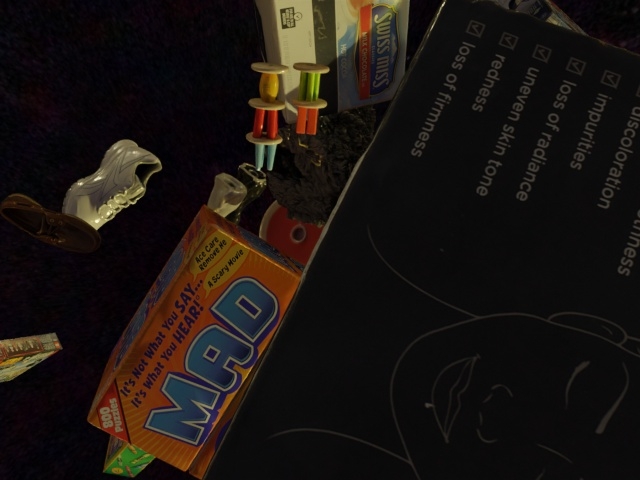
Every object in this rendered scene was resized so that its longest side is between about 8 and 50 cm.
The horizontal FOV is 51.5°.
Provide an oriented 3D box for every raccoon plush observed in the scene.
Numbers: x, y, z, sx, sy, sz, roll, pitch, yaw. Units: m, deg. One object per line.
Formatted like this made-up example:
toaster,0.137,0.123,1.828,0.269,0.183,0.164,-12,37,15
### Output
raccoon plush,0.092,-0.123,1.340,0.299,0.216,0.446,-28,75,-41

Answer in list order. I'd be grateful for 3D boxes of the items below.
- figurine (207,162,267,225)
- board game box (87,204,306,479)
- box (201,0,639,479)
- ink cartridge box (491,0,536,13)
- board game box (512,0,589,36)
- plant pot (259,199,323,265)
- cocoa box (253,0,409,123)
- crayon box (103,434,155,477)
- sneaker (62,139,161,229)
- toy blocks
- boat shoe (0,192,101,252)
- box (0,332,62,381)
figurine,-0.252,-0.086,1.808,0.092,0.215,0.210,34,116,8
board game box,-0.149,0.190,1.205,0.356,0.356,0.357,32,91,-14
box,0.227,0.116,0.590,0.471,0.297,0.480,23,73,12
ink cartridge box,0.205,-0.362,0.837,0.179,0.045,0.145,39,95,-21
board game box,0.347,-0.250,0.908,0.194,0.194,0.060,37,120,-13
plant pot,0.000,0.000,1.570,0.274,0.243,0.275,-4,80,27
cocoa box,0.011,-0.415,1.121,0.227,0.347,0.232,-14,55,-7
crayon box,-0.422,0.431,1.552,0.081,0.278,0.166,19,51,-21
sneaker,-0.498,-0.117,1.582,0.129,0.111,0.297,19,65,26
toy blocks,-0.048,-0.177,0.954,0.123,0.054,0.148,-10,119,-34
boat shoe,-0.475,-0.022,1.163,0.177,0.060,0.064,26,99,-14
box,-0.411,0.156,0.850,0.093,0.137,0.027,-30,81,9
